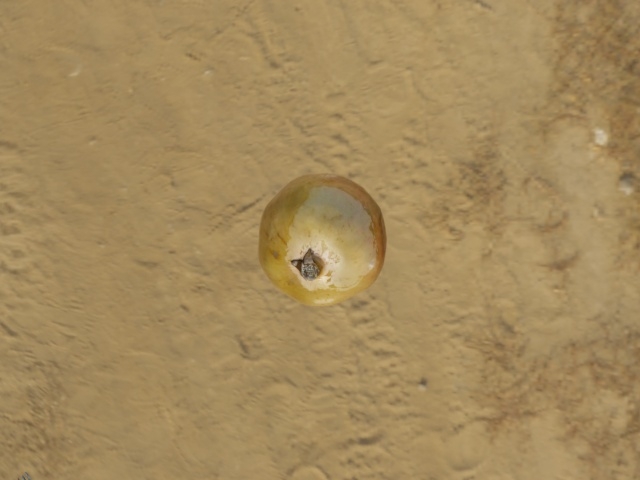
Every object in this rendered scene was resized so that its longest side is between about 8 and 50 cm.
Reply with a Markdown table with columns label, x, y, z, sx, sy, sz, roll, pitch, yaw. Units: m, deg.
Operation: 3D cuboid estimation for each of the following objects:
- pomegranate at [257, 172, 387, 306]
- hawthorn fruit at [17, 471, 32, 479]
| label | x | y | z | sx | sy | sz | roll | pitch | yaw |
| --- | --- | --- | --- | --- | --- | --- | --- | --- | --- |
| pomegranate | -0.002 | -0.001 | 1.502 | 0.191 | 0.191 | 0.191 | -1 | 92 | -27 |
| hawthorn fruit | -0.412 | 0.482 | 1.545 | 0.211 | 0.211 | 0.299 | 8 | 69 | -27 |
